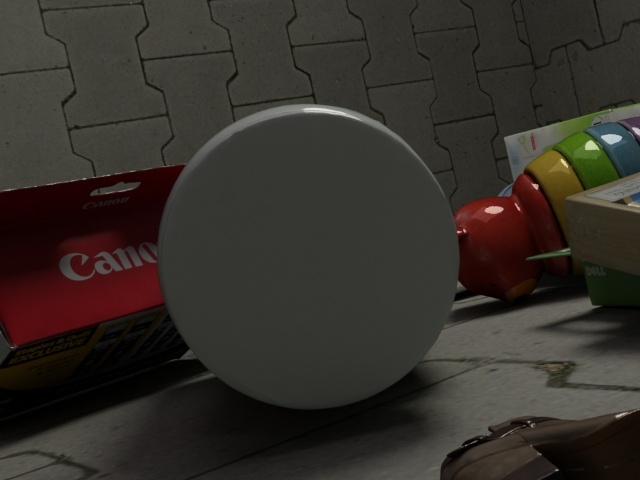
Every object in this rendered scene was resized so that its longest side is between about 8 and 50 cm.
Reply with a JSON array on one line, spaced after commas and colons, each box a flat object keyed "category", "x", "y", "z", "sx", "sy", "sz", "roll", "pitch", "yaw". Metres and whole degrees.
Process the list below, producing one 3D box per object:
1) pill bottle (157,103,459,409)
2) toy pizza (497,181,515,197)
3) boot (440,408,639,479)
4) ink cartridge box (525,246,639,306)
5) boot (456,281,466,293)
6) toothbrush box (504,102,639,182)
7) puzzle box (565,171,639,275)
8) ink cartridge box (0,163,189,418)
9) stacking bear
[{"category": "pill bottle", "x": -0.014, "y": 0.009, "z": 0.765, "sx": 0.224, "sy": 0.224, "sz": 0.392, "roll": -13, "pitch": 2, "yaw": -2}, {"category": "toy pizza", "x": 0.310, "y": -0.019, "z": 1.125, "sx": 0.201, "sy": 0.032, "sz": 0.201, "roll": 1, "pitch": 37, "yaw": -1}, {"category": "boot", "x": 0.108, "y": 0.088, "z": 0.391, "sx": 0.118, "sy": 0.042, "sz": 0.087, "roll": -13, "pitch": 0, "yaw": -9}, {"category": "ink cartridge box", "x": 0.301, "y": 0.018, "z": 0.808, "sx": 0.209, "sy": 0.062, "sz": 0.109, "roll": -13, "pitch": 1, "yaw": -18}, {"category": "boot", "x": 0.123, "y": 0.054, "z": 1.145, "sx": 0.189, "sy": 0.069, "sz": 0.086, "roll": -11, "pitch": -12, "yaw": -12}, {"category": "toothbrush box", "x": 0.515, "y": -0.136, "z": 1.808, "sx": 0.122, "sy": 0.206, "sz": 0.283, "roll": -15, "pitch": 3, "yaw": -31}, {"category": "puzzle box", "x": 0.423, "y": -0.045, "z": 0.674, "sx": 0.408, "sy": 0.052, "sz": 0.272, "roll": -19, "pitch": 18, "yaw": -24}, {"category": "ink cartridge box", "x": -0.232, "y": 0.052, "z": 0.968, "sx": 0.309, "sy": 0.130, "sz": 0.272, "roll": -15, "pitch": -21, "yaw": -46}, {"category": "stacking bear", "x": 0.271, "y": -0.026, "z": 0.986, "sx": 0.289, "sy": 0.164, "sz": 0.175, "roll": -23, "pitch": -22, "yaw": 2}]
